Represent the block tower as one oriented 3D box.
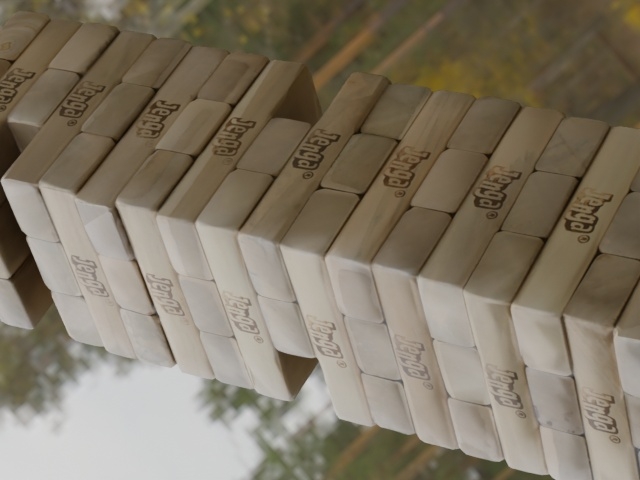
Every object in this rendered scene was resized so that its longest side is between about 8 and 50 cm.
[{"bbox_3d":[0.000,0.000,0.691,0.335,0.097,0.091,12,140,27],"label":"block tower"}]
